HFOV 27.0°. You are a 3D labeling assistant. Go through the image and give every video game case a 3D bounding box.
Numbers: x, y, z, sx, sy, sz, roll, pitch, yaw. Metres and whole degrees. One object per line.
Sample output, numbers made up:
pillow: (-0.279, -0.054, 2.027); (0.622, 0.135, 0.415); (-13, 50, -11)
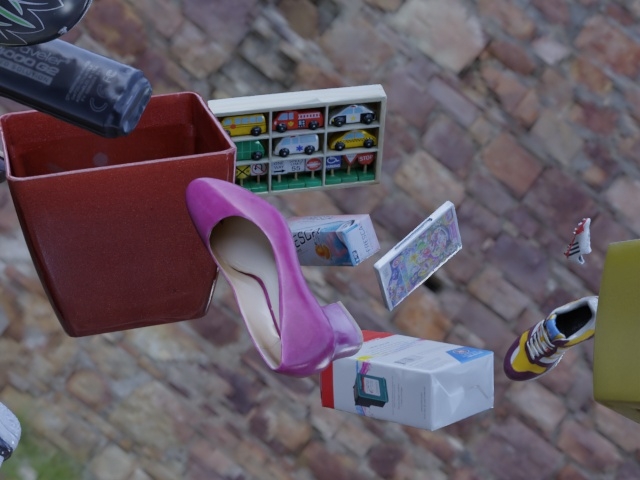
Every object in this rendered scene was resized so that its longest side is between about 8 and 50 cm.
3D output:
video game case: (0.115, 0.019, 1.550); (0.011, 0.122, 0.087); (38, -20, 34)

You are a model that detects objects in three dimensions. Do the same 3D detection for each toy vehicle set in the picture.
toy vehicle set: (-0.037, -0.147, 2.018); (0.035, 0.267, 0.166); (-108, -166, -48)

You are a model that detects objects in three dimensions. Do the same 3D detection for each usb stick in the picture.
usb stick: (-0.291, -0.171, 1.282); (0.278, 0.077, 0.045); (22, -18, 20)

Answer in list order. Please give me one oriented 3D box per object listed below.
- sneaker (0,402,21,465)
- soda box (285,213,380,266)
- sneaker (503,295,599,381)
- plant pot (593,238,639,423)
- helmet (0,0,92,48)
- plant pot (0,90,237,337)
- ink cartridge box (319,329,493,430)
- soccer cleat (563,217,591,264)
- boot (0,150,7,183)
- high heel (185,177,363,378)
sneaker: (-0.534, 0.230, 1.506); (0.366, 0.210, 0.137); (27, -40, -20)
soda box: (0.000, 0.000, 1.957); (0.183, 0.063, 0.058); (-1, -66, 49)
sneaker: (0.317, 0.132, 1.836); (0.084, 0.185, 0.069); (14, 43, -56)
plant pot: (0.425, 0.125, 1.481); (0.212, 0.187, 0.212); (26, -12, -15)
helmet: (-0.251, -0.231, 1.012); (0.169, 0.169, 0.161); (41, 29, -36)
plant pot: (-0.252, -0.029, 1.688); (0.267, 0.267, 0.235); (-125, -151, -63)
ink cartridge box: (0.093, 0.176, 1.724); (0.231, 0.078, 0.134); (7, 12, 43)
soccer cleat: (0.400, 0.001, 2.028); (0.036, 0.029, 0.083); (32, -49, 18)
boot: (-0.533, -0.033, 1.824); (0.090, 0.248, 0.207); (-54, -134, 49)
high heel: (-0.071, 0.031, 1.231); (0.244, 0.082, 0.117); (52, 30, 20)
